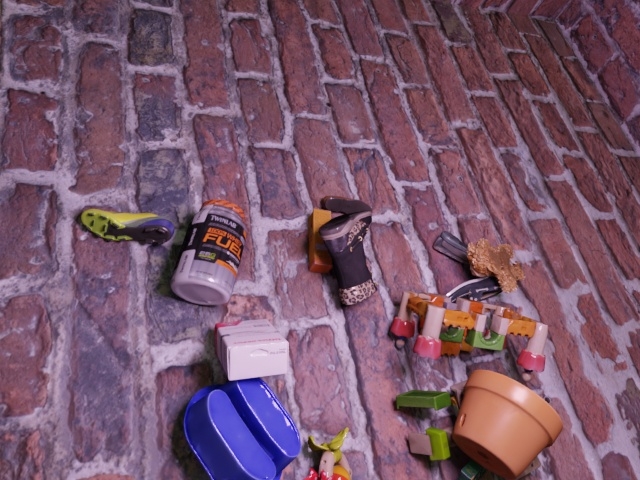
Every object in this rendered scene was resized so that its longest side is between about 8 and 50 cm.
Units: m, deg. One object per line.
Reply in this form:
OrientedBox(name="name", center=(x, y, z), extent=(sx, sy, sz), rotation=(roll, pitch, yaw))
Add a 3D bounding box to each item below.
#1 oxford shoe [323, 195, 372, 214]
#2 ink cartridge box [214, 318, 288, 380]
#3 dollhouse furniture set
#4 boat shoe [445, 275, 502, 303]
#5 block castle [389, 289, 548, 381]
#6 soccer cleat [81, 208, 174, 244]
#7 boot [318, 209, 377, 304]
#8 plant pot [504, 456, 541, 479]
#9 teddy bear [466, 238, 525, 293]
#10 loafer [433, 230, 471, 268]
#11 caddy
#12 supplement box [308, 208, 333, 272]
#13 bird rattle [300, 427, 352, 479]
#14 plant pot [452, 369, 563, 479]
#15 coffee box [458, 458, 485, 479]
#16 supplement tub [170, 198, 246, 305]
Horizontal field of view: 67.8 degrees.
OrientedBox(name="oxford shoe", center=(0.109, -0.141, 1.890), extent=(0.213, 0.076, 0.076), rotation=(16, 17, -23))
OrientedBox(name="ink cartridge box", center=(-0.208, 0.314, 1.404), extent=(0.172, 0.237, 0.100), rotation=(-2, 97, -21))
OrientedBox(name="dollhouse furniture set", center=(0.415, 0.586, 1.583), extent=(0.302, 0.151, 0.197), rotation=(1, 77, -43))
OrientedBox(name="boat shoe", center=(0.586, 0.206, 1.832), extent=(0.303, 0.114, 0.091), rotation=(-20, 64, -27))
OrientedBox(name="block castle", center=(0.488, 0.322, 1.607), extent=(0.454, 0.303, 0.212), rotation=(10, 95, -13))
OrientedBox(name="soccer cleat", center=(-0.630, -0.054, 1.576), extent=(0.290, 0.093, 0.121), rotation=(10, 28, -9))
OrientedBox(name="boot", center=(0.124, 0.047, 1.719), extent=(0.377, 0.138, 0.283), rotation=(-33, 109, -68))
OrientedBox(name="plant pot", center=(0.655, 0.721, 1.572), extent=(0.109, 0.096, 0.109), rotation=(-13, 66, -25))
OrientedBox(name="teddy bear", center=(0.676, 0.092, 1.851), extent=(0.338, 0.113, 0.245), rotation=(-20, 76, -54))
OrientedBox(name="loafer", center=(0.582, 0.063, 1.945), extent=(0.268, 0.084, 0.096), rotation=(35, 26, -5))
OrientedBox(name="caddy", center=(-0.221, 0.540, 1.318), extent=(0.341, 0.179, 0.241), rotation=(51, 36, 13))
OrientedBox(name="supplement box", center=(0.000, 0.000, 1.761), extent=(0.080, 0.078, 0.233), rotation=(6, 61, -17))
OrientedBox(name="bird rattle", center=(0.039, 0.658, 1.326), extent=(0.206, 0.143, 0.253), rotation=(60, 15, -24))
OrientedBox(name="plant pot", center=(0.531, 0.558, 1.418), extent=(0.291, 0.291, 0.203), rotation=(40, 66, 5))
OrientedBox(name="coffee box", center=(0.508, 0.712, 1.514), extent=(0.184, 0.113, 0.040), rotation=(-27, 46, -31))
OrientedBox(name="supplement tub", center=(-0.351, 0.035, 1.545), extent=(0.194, 0.193, 0.315), rotation=(15, 58, -12))
